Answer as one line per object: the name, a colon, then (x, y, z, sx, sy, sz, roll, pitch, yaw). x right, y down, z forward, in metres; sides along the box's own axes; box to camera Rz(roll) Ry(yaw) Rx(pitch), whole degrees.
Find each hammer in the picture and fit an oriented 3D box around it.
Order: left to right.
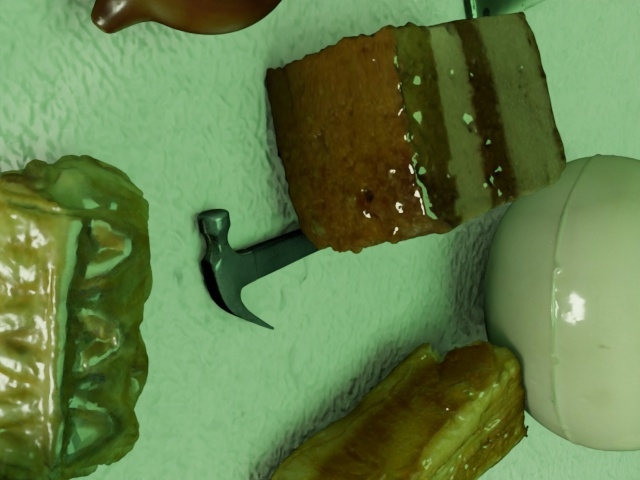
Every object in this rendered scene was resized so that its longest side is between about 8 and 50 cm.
hammer: (0.000, 0.000, 0.958, 0.290, 0.037, 0.137, -21, 114, -36)

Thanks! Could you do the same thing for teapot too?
teapot: (-0.105, -0.255, 0.749, 0.178, 0.135, 0.252, 44, 49, -10)

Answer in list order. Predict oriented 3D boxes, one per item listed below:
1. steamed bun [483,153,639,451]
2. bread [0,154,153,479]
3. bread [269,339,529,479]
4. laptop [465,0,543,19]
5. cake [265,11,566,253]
steamed bun: (0.362, 0.078, 1.119, 0.334, 0.334, 0.374, -28, 122, -34)
bread: (-0.215, 0.063, 0.724, 0.152, 0.130, 0.268, 0, 101, -33)
bread: (0.091, 0.254, 1.037, 0.344, 0.149, 0.195, -36, 134, -30)
laptop: (0.224, -0.404, 1.063, 0.187, 0.015, 0.269, -31, 120, -32)
cake: (0.116, -0.116, 0.911, 0.293, 0.196, 0.199, -18, 93, -41)
